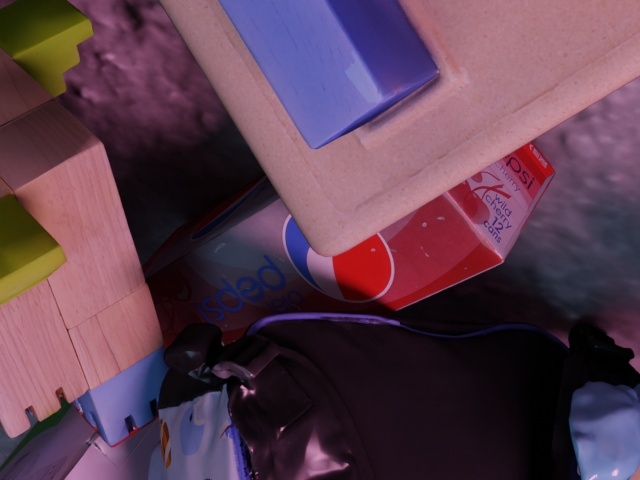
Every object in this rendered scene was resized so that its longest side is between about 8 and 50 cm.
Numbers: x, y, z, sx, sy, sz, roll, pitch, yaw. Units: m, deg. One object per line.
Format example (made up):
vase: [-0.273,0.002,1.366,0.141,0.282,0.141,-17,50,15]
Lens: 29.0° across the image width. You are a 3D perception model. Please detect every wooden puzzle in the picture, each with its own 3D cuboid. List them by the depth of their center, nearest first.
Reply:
wooden puzzle: [0.007,-0.180,0.481,0.347,0.080,0.322,-32,91,45]

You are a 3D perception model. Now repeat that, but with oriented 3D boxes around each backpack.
backpack: [0.032,0.183,0.655,0.276,0.264,0.213,3,155,-28]

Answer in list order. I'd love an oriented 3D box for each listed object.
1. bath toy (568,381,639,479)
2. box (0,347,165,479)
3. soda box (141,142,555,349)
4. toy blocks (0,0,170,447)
bath toy: [0.286,0.071,0.499,0.348,0.151,0.129,-15,118,21]
box: [-0.098,0.203,0.821,0.126,0.262,0.231,-24,113,44]
soda box: [0.000,0.000,0.707,0.092,0.083,0.263,49,136,-12]
toy blocks: [-0.209,-0.001,0.729,0.381,0.190,0.261,39,151,38]
